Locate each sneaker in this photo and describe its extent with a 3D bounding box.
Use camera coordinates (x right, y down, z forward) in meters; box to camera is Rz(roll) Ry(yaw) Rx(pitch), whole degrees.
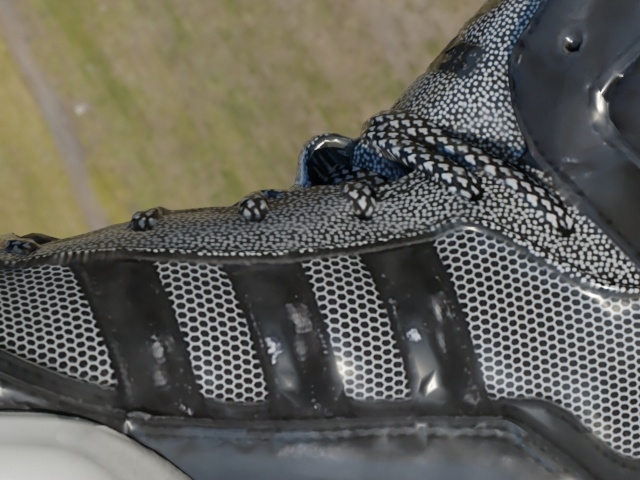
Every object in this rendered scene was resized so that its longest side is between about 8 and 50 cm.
[{"bbox_3d":[0.000,0.000,0.364,0.268,0.153,0.101,17,176,-9],"label":"sneaker"}]
